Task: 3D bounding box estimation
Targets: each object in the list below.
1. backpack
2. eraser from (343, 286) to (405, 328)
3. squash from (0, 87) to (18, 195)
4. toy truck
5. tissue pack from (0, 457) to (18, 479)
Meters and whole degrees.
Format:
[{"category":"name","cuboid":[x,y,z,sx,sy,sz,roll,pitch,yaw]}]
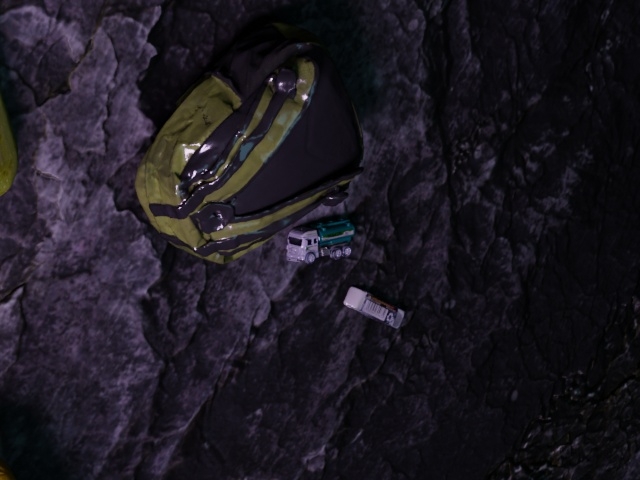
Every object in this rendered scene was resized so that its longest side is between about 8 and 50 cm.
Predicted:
[{"category":"backpack","cuboid":[-0.070,-0.090,1.967,0.253,0.140,0.207,-44,134,-17]},{"category":"eraser","cuboid":[0.065,0.081,2.285,0.099,0.019,0.027,26,83,-48]},{"category":"squash","cuboid":[-0.342,-0.170,1.719,0.094,0.094,0.341,-29,134,-25]},{"category":"toy truck","cuboid":[0.000,0.000,2.163,0.083,0.039,0.044,-11,106,-38]},{"category":"tissue pack","cuboid":[-0.349,0.321,1.950,0.134,0.192,0.271,-35,135,-17]}]
